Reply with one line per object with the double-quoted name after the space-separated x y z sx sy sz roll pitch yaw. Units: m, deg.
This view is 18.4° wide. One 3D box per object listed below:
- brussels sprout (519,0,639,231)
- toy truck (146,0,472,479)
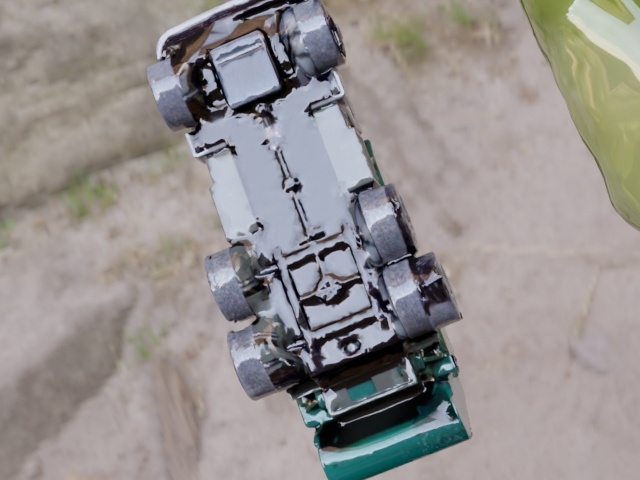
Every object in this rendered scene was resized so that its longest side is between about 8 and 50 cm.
0.274 -0.094 0.473 0.425 0.342 0.361 24 25 31 "brussels sprout"
0.000 0.000 1.035 0.114 0.124 0.253 -22 74 6 "toy truck"
